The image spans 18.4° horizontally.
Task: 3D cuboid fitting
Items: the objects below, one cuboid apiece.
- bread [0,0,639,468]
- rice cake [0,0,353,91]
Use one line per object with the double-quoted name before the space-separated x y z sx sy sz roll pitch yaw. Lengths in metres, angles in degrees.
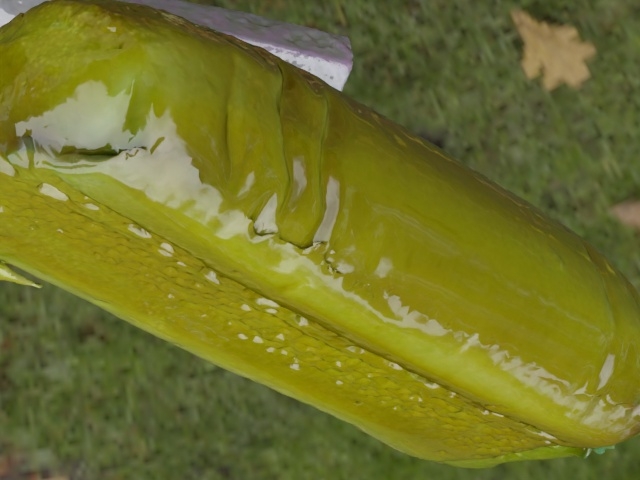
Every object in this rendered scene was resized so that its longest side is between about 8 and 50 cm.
"bread" 0.000 0.000 0.878 0.166 0.112 0.383 -12 150 44
"rice cake" -0.131 -0.105 1.204 0.298 0.050 0.106 12 117 -21
